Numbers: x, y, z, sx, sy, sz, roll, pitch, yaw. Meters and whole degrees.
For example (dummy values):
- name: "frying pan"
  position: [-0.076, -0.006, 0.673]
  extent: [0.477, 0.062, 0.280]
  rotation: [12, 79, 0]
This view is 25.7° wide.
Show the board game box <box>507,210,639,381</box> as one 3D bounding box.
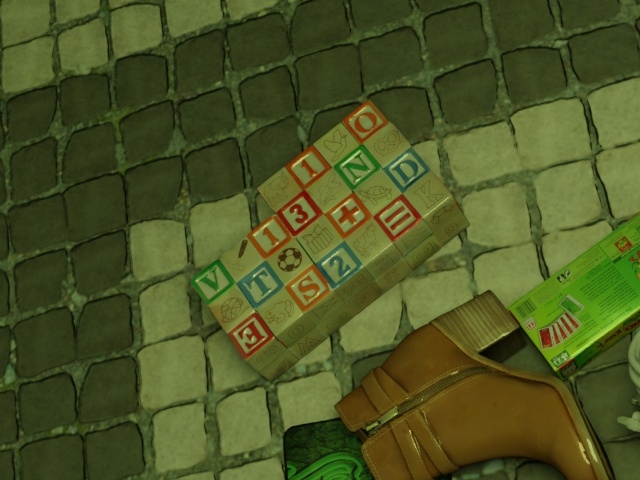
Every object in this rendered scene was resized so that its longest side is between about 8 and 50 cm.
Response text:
- name: "board game box"
  position: [0.303, 0.059, 1.508]
  extent: [0.181, 0.043, 0.092]
  rotation: [-36, 61, 3]

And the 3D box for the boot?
- name: "boot"
  position: [0.156, 0.205, 1.456]
  extent: [0.220, 0.109, 0.283]
  rotation: [-35, 59, 0]

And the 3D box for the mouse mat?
- name: "mouse mat"
  position: [0.051, 0.261, 1.536]
  extent: [0.189, 0.007, 0.153]
  rotation: [-13, 64, 16]

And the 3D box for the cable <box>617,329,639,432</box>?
- name: "cable"
  position: [0.424, 0.105, 1.341]
  extent: [0.257, 0.257, 0.089]
  rotation: [-31, 103, -14]

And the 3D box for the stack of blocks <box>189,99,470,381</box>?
- name: "stack of blocks"
  position: [0.000, 0.000, 1.622]
  extent: [0.297, 0.087, 0.171]
  rotation: [-39, 60, 1]
